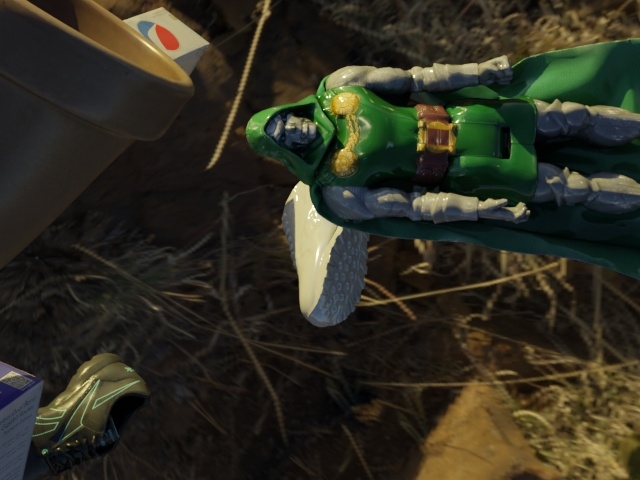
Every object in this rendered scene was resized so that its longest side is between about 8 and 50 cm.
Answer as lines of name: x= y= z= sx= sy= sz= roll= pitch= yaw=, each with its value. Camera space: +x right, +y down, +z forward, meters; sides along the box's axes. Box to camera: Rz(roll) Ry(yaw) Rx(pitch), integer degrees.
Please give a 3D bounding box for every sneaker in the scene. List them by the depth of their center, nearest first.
sneaker: x=0.000 y=0.000 z=1.457 sx=0.095 sy=0.090 sz=0.235 roll=-5 pitch=51 yaw=21
sneaker: x=-0.354 y=0.273 z=1.779 sx=0.106 sy=0.101 sz=0.267 roll=30 pitch=65 yaw=29

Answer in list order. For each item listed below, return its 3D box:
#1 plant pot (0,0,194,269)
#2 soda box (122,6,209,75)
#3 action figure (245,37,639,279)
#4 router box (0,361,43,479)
plant pot: x=-0.271 y=-0.103 z=1.035 sx=0.263 sy=0.263 sz=0.229 roll=31 pitch=101 yaw=-11
soda box: x=-0.206 y=-0.188 z=1.352 sx=0.074 sy=0.216 sz=0.069 roll=39 pitch=117 yaw=4
action figure: x=0.078 y=-0.044 z=0.614 sx=0.232 sy=0.063 sz=0.137 roll=2 pitch=77 yaw=-11
router box: x=-0.485 y=0.343 z=1.538 sx=0.082 sy=0.335 sz=0.301 roll=21 pitch=112 yaw=12
